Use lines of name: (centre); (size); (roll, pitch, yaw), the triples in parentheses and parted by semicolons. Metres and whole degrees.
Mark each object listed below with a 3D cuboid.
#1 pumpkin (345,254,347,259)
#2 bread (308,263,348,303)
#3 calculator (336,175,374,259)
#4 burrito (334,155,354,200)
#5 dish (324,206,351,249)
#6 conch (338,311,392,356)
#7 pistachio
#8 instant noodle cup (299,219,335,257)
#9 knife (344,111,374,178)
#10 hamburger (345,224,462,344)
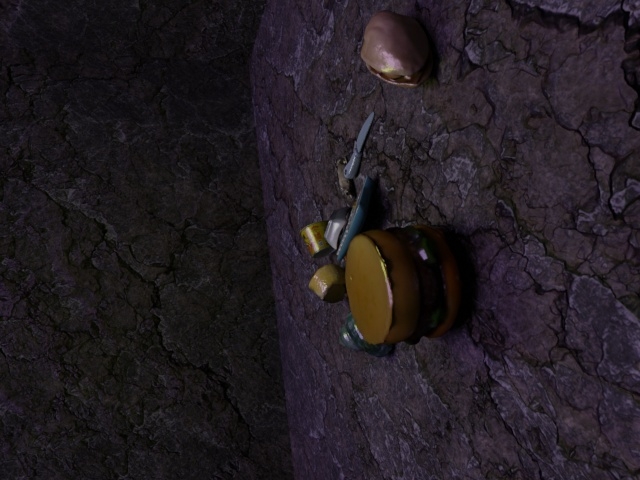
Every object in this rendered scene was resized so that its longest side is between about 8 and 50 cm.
pumpkin: (0.154, 0.073, 2.018); (0.053, 0.084, 0.074); (-66, 31, 22)
bread: (0.048, 0.214, 2.193); (0.170, 0.197, 0.197); (57, 145, 42)
calculator: (0.141, -0.076, 1.918); (0.386, 0.055, 0.256); (115, 175, -49)
burrito: (0.113, -0.288, 2.093); (0.058, 0.063, 0.229); (-27, 63, 38)
dish: (0.073, -0.069, 2.057); (0.212, 0.077, 0.151); (-66, -4, -65)
conch: (0.180, 0.389, 1.888); (0.277, 0.196, 0.220); (-24, 78, 36)
pistachio: (0.254, -0.626, 1.481); (0.193, 0.214, 0.317); (36, -157, -57)
instant noodle cup: (0.000, 0.000, 2.314); (0.144, 0.183, 0.182); (69, 155, 19)
knife: (0.170, -0.416, 1.959); (0.080, 0.044, 0.331); (-106, 28, -49)
hamburger: (0.263, 0.141, 1.431); (0.396, 0.278, 0.394); (174, 90, -74)
